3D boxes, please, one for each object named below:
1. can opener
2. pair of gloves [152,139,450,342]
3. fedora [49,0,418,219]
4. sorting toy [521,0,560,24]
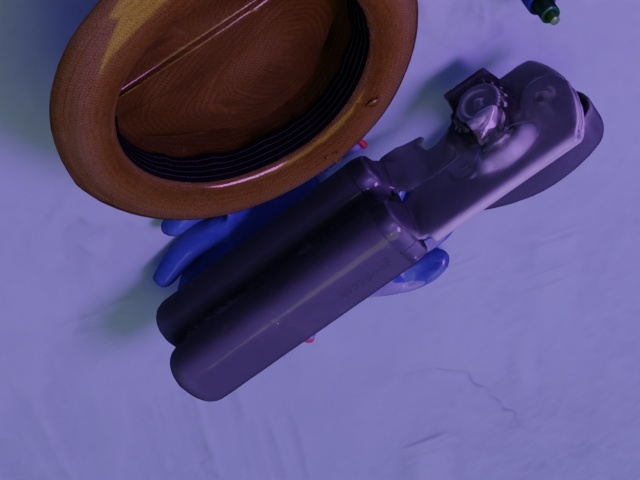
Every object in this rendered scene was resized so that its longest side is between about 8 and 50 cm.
[{"bbox_3d":[0.039,0.002,0.837,0.283,0.076,0.095,-36,136,13],"label":"can opener"},{"bbox_3d":[0.000,0.000,0.888,0.159,0.023,0.198,-43,136,20],"label":"pair of gloves"},{"bbox_3d":[-0.049,-0.098,0.715,0.194,0.079,0.194,-18,138,-17],"label":"fedora"},{"bbox_3d":[0.125,-0.148,0.774,0.102,0.042,0.061,-6,136,-22],"label":"sorting toy"}]
